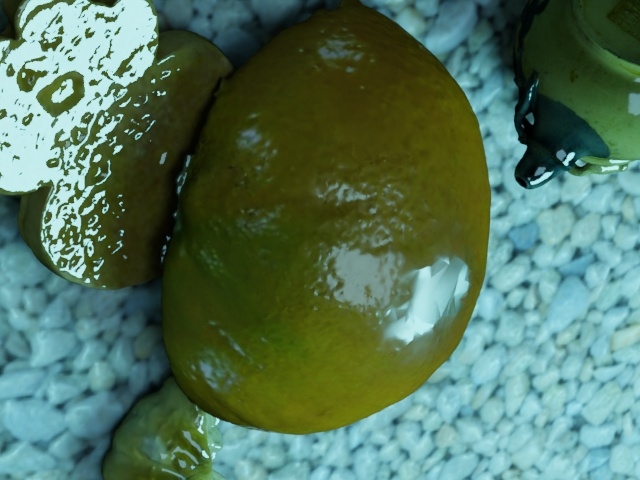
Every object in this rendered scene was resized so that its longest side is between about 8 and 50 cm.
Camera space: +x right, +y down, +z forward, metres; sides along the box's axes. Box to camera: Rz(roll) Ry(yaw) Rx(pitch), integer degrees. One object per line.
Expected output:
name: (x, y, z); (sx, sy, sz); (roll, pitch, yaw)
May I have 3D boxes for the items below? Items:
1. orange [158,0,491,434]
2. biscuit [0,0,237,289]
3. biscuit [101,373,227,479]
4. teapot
orange: (0.004, 0.002, 1.486); (0.274, 0.274, 0.310); (21, 126, -37)
biscuit: (-0.155, -0.078, 1.376); (0.202, 0.044, 0.288); (-54, 140, -4)
biscuit: (-0.113, 0.196, 1.544); (0.118, 0.061, 0.183); (-16, 119, -25)
teapot: (0.241, -0.136, 1.575); (0.269, 0.173, 0.182); (-46, 165, -33)
